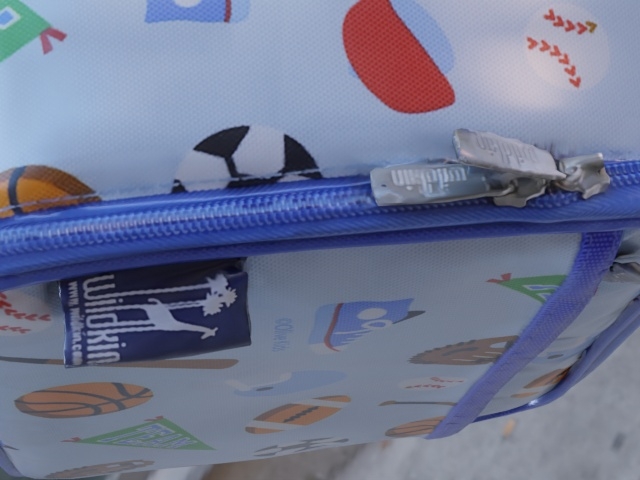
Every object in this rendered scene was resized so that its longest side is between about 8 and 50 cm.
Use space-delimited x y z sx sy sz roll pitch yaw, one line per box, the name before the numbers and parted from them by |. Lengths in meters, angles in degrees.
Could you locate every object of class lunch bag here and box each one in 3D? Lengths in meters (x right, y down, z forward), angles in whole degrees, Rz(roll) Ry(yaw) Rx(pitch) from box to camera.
lunch bag | 0.000 0.000 0.479 0.303 0.243 0.114 111 155 -73
